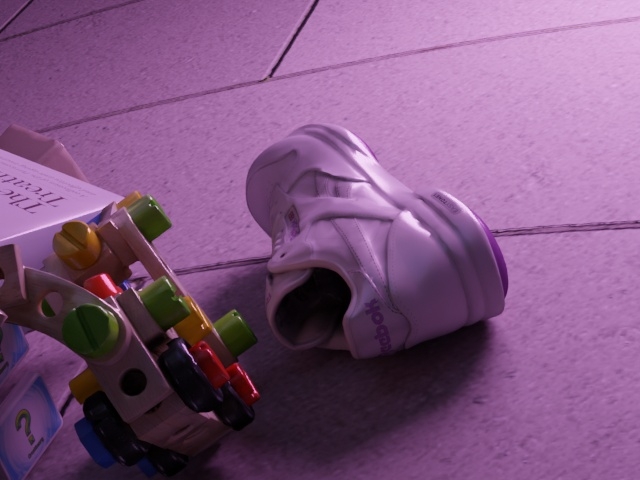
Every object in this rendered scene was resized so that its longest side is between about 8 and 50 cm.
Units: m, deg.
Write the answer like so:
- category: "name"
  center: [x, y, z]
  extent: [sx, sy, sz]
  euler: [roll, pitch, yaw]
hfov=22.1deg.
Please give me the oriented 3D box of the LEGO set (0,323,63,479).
- category: "LEGO set"
  center: [-0.242, 0.121, 1.041]
  extent: [0.060, 0.182, 0.244]
  euler: [-4, 31, 26]

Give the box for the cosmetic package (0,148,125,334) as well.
- category: "cosmetic package"
  center: [-0.380, -0.019, 1.242]
  extent: [0.377, 0.097, 0.284]
  euler: [20, 26, 28]

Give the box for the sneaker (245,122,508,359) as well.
- category: "sneaker"
  center: [0.000, 0.000, 1.190]
  extent: [0.152, 0.114, 0.305]
  euler: [-27, 26, -20]

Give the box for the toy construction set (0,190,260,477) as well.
- category: "toy construction set"
  center: [-0.145, 0.048, 1.040]
  extent: [0.151, 0.215, 0.327]
  euler: [-39, -15, 14]

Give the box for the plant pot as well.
- category: "plant pot"
  center: [-0.260, -0.025, 1.448]
  extent: [0.096, 0.109, 0.109]
  euler: [-42, 32, -17]
